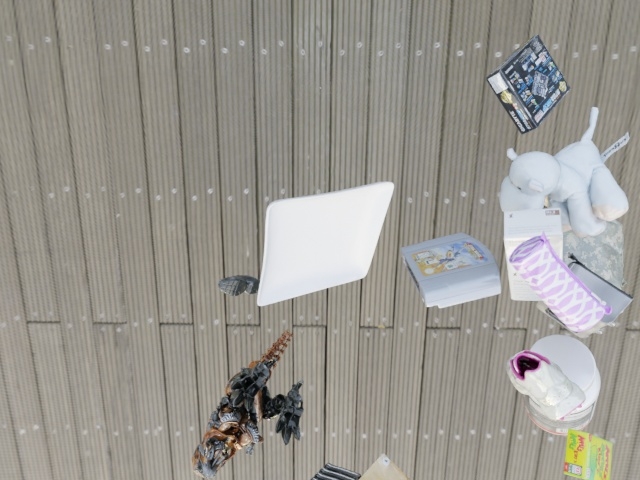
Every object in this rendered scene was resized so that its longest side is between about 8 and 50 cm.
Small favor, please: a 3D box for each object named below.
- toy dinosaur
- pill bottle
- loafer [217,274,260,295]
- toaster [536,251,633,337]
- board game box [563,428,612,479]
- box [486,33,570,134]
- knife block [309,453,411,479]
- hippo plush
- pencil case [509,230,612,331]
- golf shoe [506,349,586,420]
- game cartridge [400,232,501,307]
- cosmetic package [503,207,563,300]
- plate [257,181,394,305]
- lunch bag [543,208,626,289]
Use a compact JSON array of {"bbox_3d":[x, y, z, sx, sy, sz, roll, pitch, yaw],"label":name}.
[{"bbox_3d":[-0.151,0.322,1.020,0.164,0.218,0.322,22,64,-26],"label":"toy dinosaur"},{"bbox_3d":[0.719,0.435,1.492,0.210,0.210,0.363,-23,140,7],"label":"pill bottle"},{"bbox_3d":[-0.263,0.138,1.569,0.061,0.170,0.062,32,102,35],"label":"loafer"},{"bbox_3d":[0.659,0.149,1.261,0.185,0.168,0.110,38,75,20],"label":"toaster"},{"bbox_3d":[0.593,0.478,1.092,0.181,0.043,0.092,30,67,-40],"label":"board game box"},{"bbox_3d":[0.540,-0.405,1.278,0.220,0.051,0.175,-44,103,-29],"label":"box"},{"bbox_3d":[0.082,0.475,0.796,0.275,0.088,0.242,39,128,23],"label":"knife block"},{"bbox_3d":[0.572,-0.127,1.187,0.236,0.234,0.294,-7,138,-22],"label":"hippo plush"},{"bbox_3d":[0.458,0.083,0.952,0.206,0.086,0.088,44,140,-5],"label":"pencil case"},{"bbox_3d":[0.506,0.306,1.182,0.115,0.306,0.140,-41,91,1],"label":"golf shoe"},{"bbox_3d":[0.320,0.062,1.223,0.198,0.297,0.062,-18,110,4],"label":"game cartridge"},{"bbox_3d":[0.478,0.037,1.109,0.117,0.086,0.231,-4,139,24],"label":"cosmetic package"},{"bbox_3d":[0.000,0.000,1.027,0.277,0.045,0.278,-12,136,-25],"label":"plate"},{"bbox_3d":[0.781,0.043,1.538,0.286,0.235,0.169,9,153,18],"label":"lunch bag"}]
